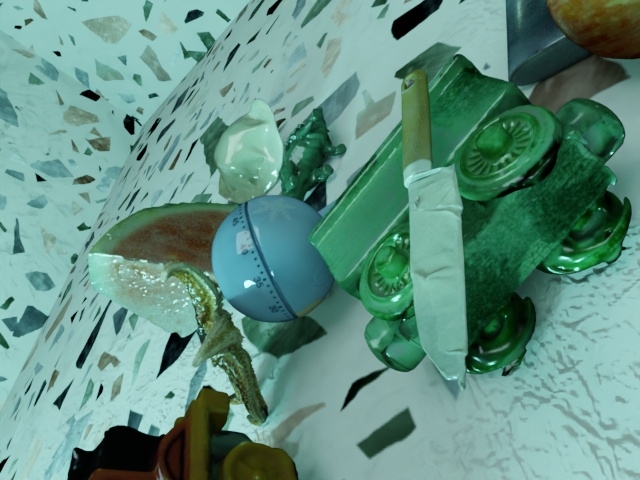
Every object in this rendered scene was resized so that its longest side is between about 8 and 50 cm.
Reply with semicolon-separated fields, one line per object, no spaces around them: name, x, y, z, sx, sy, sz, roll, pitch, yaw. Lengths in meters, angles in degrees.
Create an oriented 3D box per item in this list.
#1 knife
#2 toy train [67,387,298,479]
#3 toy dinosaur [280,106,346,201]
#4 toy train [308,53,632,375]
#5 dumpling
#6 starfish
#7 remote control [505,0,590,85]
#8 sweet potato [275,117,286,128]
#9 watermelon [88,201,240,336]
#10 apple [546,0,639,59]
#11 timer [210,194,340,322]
knife;0.078;-0.038;0.347;0.047;0.017;0.298;-26;41;34
toy train;-0.135;0.300;0.387;0.163;0.231;0.369;-61;25;25
toy dinosaur;-0.024;-0.120;0.814;0.120;0.079;0.292;-38;32;39
toy train;0.123;-0.018;0.431;0.266;0.145;0.202;-50;28;11
dumpling;-0.146;-0.163;1.010;0.215;0.126;0.167;-41;59;10
starfish;-0.121;0.124;0.596;0.071;0.238;0.216;-32;17;-16
remote control;0.282;-0.349;0.616;0.107;0.044;0.378;-20;46;41
sweet potato;-0.123;-0.240;1.111;0.117;0.049;0.049;-36;34;14
watermelon;-0.243;0.034;0.895;0.193;0.232;0.310;-44;-13;25
apple;0.275;-0.229;0.411;0.147;0.146;0.131;-62;16;-10
timer;-0.009;0.017;0.622;0.175;0.255;0.176;174;90;-77
